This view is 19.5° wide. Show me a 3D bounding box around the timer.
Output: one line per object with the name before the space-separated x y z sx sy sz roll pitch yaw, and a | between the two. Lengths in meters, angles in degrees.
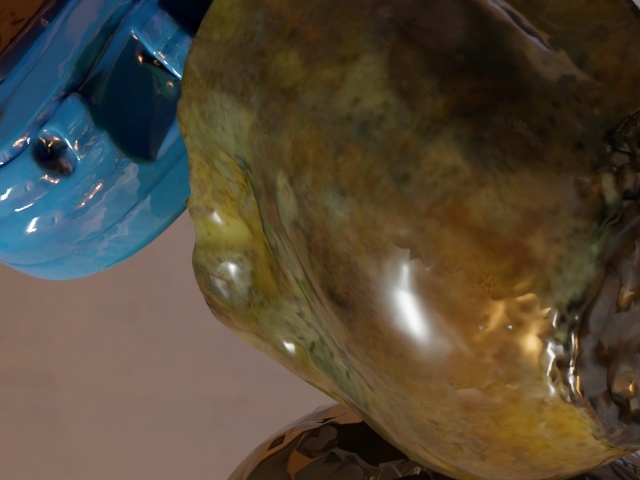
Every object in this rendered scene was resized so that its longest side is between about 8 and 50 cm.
timer | -0.115 -0.162 1.059 0.115 0.340 0.309 34 -168 -44

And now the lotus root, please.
lotus root | 0.055 0.007 0.861 0.149 0.267 0.260 -19 -140 -29

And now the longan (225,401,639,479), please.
longan | 0.091 0.277 1.329 0.391 0.391 0.391 29 -132 -37
